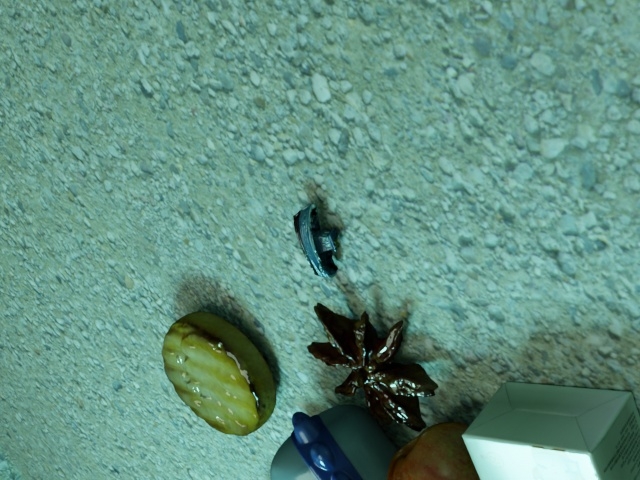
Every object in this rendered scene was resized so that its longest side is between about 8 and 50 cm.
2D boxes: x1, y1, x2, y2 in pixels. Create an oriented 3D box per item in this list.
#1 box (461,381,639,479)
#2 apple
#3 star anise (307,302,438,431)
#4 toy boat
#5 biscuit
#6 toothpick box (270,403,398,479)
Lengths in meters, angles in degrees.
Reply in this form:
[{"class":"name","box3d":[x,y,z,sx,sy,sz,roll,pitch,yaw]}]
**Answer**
[{"class":"box","box3d":[0.389,0.396,1.277,0.225,0.143,0.341,-4,117,47]},{"class":"apple","box3d":[0.205,0.391,1.402,0.164,0.209,0.209,41,141,8]},{"class":"star anise","box3d":[0.088,0.219,1.481,0.288,0.088,0.288,24,132,31]},{"class":"toy boat","box3d":[0.000,0.000,1.423,0.061,0.060,0.137,-13,110,22]},{"class":"biscuit","box3d":[-0.214,0.283,1.819,0.296,0.102,0.296,22,130,29]},{"class":"toothpick box","box3d":[0.059,0.464,1.574,0.354,0.263,0.263,54,142,0]}]
